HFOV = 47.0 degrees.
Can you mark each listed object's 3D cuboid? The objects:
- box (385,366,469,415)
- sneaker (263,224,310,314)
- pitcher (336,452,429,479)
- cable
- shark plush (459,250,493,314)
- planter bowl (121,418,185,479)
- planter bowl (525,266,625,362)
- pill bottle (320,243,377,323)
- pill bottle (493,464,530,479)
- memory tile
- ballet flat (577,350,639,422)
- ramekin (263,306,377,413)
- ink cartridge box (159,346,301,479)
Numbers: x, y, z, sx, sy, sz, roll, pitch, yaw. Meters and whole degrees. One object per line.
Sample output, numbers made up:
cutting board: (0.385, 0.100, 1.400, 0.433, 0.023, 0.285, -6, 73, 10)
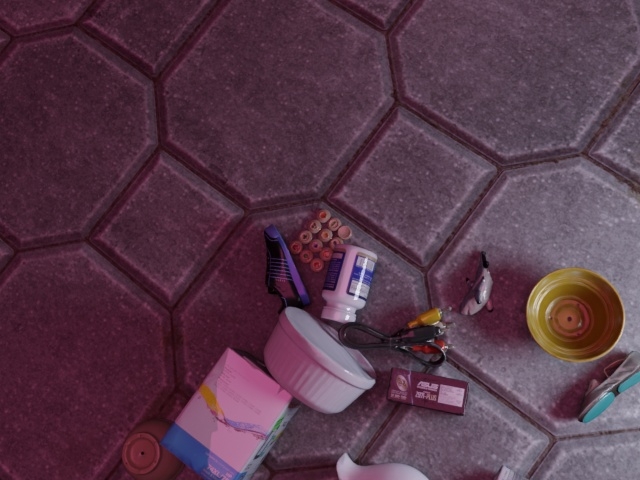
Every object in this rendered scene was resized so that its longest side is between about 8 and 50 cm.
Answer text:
box: (0.250, 0.350, 1.699, 0.180, 0.147, 0.078, 9, 78, 13)
sneaker: (-0.108, 0.074, 1.863, 0.090, 0.081, 0.232, -24, 75, -4)
pitcher: (0.139, 0.593, 1.687, 0.207, 0.125, 0.178, 6, 99, 22)
cable: (0.188, 0.242, 1.761, 0.287, 0.072, 0.139, -7, 89, -1)
shark plush: (0.377, 0.102, 1.786, 0.067, 0.073, 0.161, -1, 80, 41)
planter bowl: (-0.418, 0.519, 1.799, 0.162, 0.109, 0.162, -2, 77, 9)
planter bowl: (0.584, 0.177, 1.709, 0.217, 0.090, 0.217, -3, 76, 10)
pill bottle: (0.065, 0.112, 1.808, 0.112, 0.112, 0.187, 14, 80, 13)
pill bottle: (0.452, 0.572, 1.646, 0.137, 0.078, 0.078, 28, 83, 16)
memory tile: (0.000, 0.000, 1.897, 0.113, 0.012, 0.148, 40, 86, 16)
ballet flat: (0.658, 0.332, 1.681, 0.213, 0.072, 0.068, -38, 46, -1)
ramekin: (-0.010, 0.285, 1.709, 0.273, 0.273, 0.127, 39, 98, 16)
ink cartridge box: (-0.197, 0.419, 1.735, 0.197, 0.198, 0.270, 34, 85, 14)
